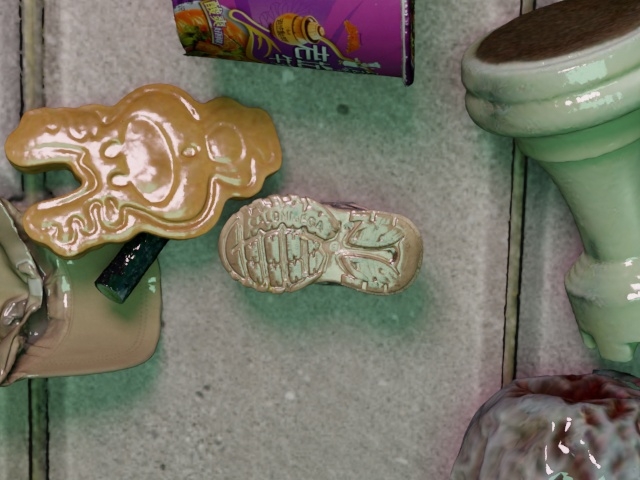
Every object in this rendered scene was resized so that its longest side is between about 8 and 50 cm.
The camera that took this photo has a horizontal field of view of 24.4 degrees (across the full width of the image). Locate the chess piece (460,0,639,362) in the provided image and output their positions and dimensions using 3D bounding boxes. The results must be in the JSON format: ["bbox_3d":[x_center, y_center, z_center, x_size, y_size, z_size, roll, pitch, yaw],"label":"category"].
[{"bbox_3d":[0.250,-0.049,1.294,0.194,0.194,0.299,-20,112,0],"label":"chess piece"}]

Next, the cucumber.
[{"bbox_3d":[-0.151,-0.004,1.317,0.032,0.032,0.133,38,66,-11],"label":"cucumber"}]

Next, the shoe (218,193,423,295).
[{"bbox_3d":[0.000,0.000,1.325,0.180,0.092,0.089,3,97,-2],"label":"shoe"}]

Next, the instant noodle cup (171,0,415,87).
[{"bbox_3d":[-0.018,-0.248,1.204,0.190,0.251,0.251,0,102,5],"label":"instant noodle cup"}]

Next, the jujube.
[{"bbox_3d":[0.223,0.277,1.342,0.226,0.226,0.317,6,96,-5],"label":"jujube"}]

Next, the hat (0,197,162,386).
[{"bbox_3d":[-0.245,0.061,1.336,0.173,0.144,0.166,16,69,-46],"label":"hat"}]

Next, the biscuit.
[{"bbox_3d":[-0.151,-0.065,1.299,0.236,0.040,0.144,-13,84,-9],"label":"biscuit"}]
